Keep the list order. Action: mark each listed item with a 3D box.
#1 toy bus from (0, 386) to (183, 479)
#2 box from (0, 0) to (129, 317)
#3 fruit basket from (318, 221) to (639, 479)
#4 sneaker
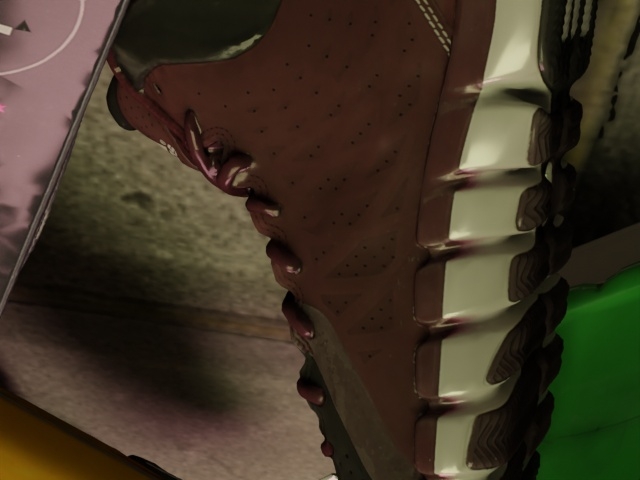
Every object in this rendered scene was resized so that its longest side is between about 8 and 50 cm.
[{"bbox_3d":[-0.144,0.123,0.639,0.130,0.108,0.333,19,165,47],"label":"toy bus"},{"bbox_3d":[-0.132,-0.086,0.435,0.142,0.163,0.247,17,142,-15],"label":"box"},{"bbox_3d":[0.198,0.108,0.664,0.353,0.165,0.327,11,155,-38],"label":"fruit basket"},{"bbox_3d":[0.000,0.000,0.503,0.163,0.281,0.106,9,-172,18],"label":"sneaker"}]
